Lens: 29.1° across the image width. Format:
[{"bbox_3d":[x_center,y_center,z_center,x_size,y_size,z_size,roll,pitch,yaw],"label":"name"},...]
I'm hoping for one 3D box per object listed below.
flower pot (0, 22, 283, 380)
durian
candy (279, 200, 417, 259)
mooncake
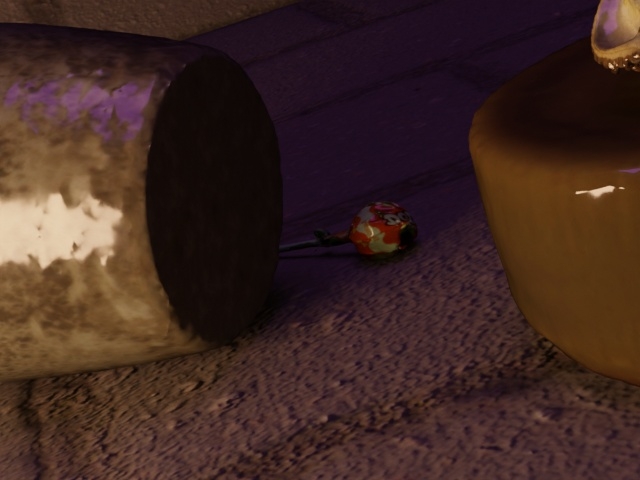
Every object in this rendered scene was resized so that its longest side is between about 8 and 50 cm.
[{"bbox_3d":[-0.217,-0.035,0.934,0.330,0.293,0.293,-2,24,24],"label":"flower pot"},{"bbox_3d":[0.202,-0.135,0.702,0.110,0.071,0.140,-28,44,13],"label":"durian"},{"bbox_3d":[0.000,0.000,1.031,0.184,0.049,0.055,-10,-10,37],"label":"candy"},{"bbox_3d":[0.237,-0.035,0.742,0.284,0.155,0.284,-14,22,6],"label":"mooncake"}]
